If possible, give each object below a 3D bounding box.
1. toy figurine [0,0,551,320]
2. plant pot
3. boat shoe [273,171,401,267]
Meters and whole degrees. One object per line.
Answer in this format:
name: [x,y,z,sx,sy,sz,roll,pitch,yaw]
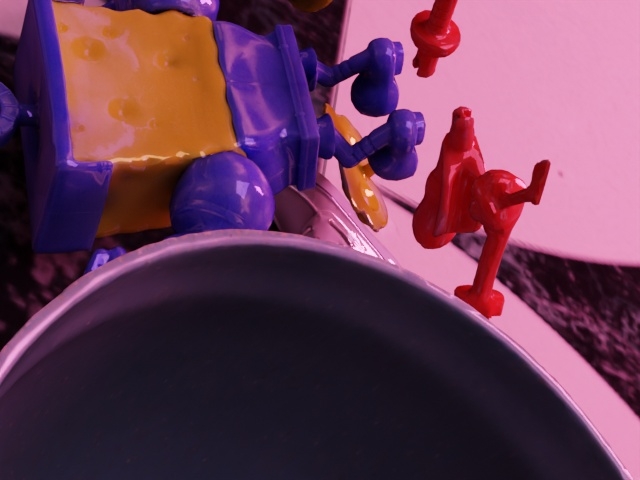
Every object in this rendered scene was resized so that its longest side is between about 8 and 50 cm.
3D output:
toy figurine: [-0.064,-0.096,0.690,0.217,0.191,0.362,-5,58,-15]
plant pot: [-0.034,0.171,0.517,0.293,0.196,0.293,21,50,-28]
boat shoe: [0.000,0.000,0.786,0.100,0.035,0.035,47,39,-14]
